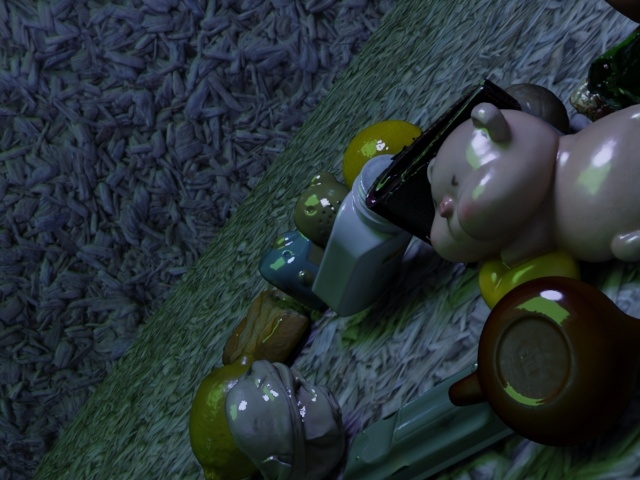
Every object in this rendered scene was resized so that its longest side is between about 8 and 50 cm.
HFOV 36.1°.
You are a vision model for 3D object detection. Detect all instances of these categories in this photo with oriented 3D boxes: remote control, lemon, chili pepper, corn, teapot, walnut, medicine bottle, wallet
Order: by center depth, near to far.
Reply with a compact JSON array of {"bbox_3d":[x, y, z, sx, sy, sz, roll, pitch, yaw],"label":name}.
[{"bbox_3d":[0.249,0.138,1.064,0.252,0.135,0.178,-30,60,41],"label":"teapot"},{"bbox_3d":[0.141,0.242,1.277,0.335,0.066,0.128,-41,22,41],"label":"remote control"},{"bbox_3d":[0.468,-0.255,1.338,0.216,0.108,0.062,-36,15,11],"label":"chili pepper"},{"bbox_3d":[0.460,-0.265,1.406,0.237,0.079,0.079,-47,16,14],"label":"corn"},{"bbox_3d":[0.228,-0.088,1.442,0.262,0.221,0.071,-46,27,27],"label":"wallet"},{"bbox_3d":[0.317,-0.172,1.520,0.140,0.140,0.162,-49,5,20],"label":"walnut"},{"bbox_3d":[0.087,-0.008,1.663,0.179,0.124,0.324,-40,-15,-28],"label":"medicine bottle"},{"bbox_3d":[-0.147,0.326,1.764,0.184,0.184,0.248,-14,60,68],"label":"lemon"},{"bbox_3d":[0.139,-0.150,1.938,0.203,0.178,0.178,-21,34,46],"label":"lemon"}]

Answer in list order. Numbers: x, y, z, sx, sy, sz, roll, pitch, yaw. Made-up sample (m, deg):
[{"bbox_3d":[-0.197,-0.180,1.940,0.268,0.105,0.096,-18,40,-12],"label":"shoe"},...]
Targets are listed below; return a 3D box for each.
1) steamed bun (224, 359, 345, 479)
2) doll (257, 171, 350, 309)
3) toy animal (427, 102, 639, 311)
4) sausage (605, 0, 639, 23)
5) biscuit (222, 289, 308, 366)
[{"bbox_3d":[-0.038,0.281,1.518,0.144,0.218,0.211,-28,16,12],"label":"steamed bun"},{"bbox_3d":[0.000,0.000,2.028,0.260,0.177,0.161,-56,10,2],"label":"doll"},{"bbox_3d":[0.251,-0.051,1.230,0.277,0.247,0.345,-62,17,-21],"label":"toy animal"},{"bbox_3d":[0.455,-0.363,1.406,0.086,0.086,0.289,-48,-15,22],"label":"sausage"},{"bbox_3d":[-0.116,0.206,2.092,0.213,0.091,0.274,-49,17,8],"label":"biscuit"}]
